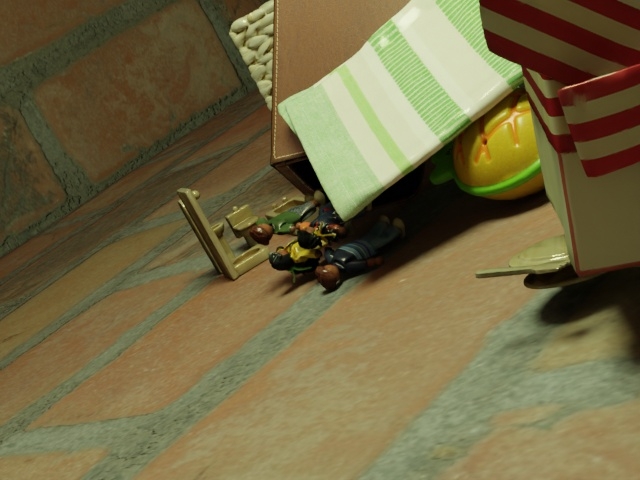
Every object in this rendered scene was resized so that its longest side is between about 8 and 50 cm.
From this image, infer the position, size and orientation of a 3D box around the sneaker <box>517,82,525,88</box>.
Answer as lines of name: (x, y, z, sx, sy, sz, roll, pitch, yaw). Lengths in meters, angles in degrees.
sneaker: (0.200, -0.239, 1.639, 0.081, 0.208, 0.094, -40, -4, 23)

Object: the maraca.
maraca: (0.176, -0.095, 1.289, 0.127, 0.099, 0.185, -51, 26, -17)

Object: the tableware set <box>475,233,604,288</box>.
tableware set: (0.219, 0.016, 0.918, 0.128, 0.039, 0.194, -24, 12, -41)

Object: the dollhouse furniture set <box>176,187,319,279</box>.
dollhouse furniture set: (-0.093, -0.048, 1.664, 0.151, 0.123, 0.144, -32, 13, -13)

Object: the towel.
towel: (0.113, -0.182, 1.323, 0.325, 0.038, 0.248, -38, 33, 7)

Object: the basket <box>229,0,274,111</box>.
basket: (0.110, -0.290, 1.862, 0.328, 0.266, 0.331, -20, 13, 39)

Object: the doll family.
doll family: (0.000, 0.000, 1.389, 0.111, 0.076, 0.193, -31, 14, -32)

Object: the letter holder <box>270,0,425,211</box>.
letter holder: (0.071, -0.208, 1.522, 0.214, 0.152, 0.302, -14, 60, 24)

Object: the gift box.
gift box: (0.234, -0.140, 0.852, 0.255, 0.276, 0.258, -16, 14, 7)
